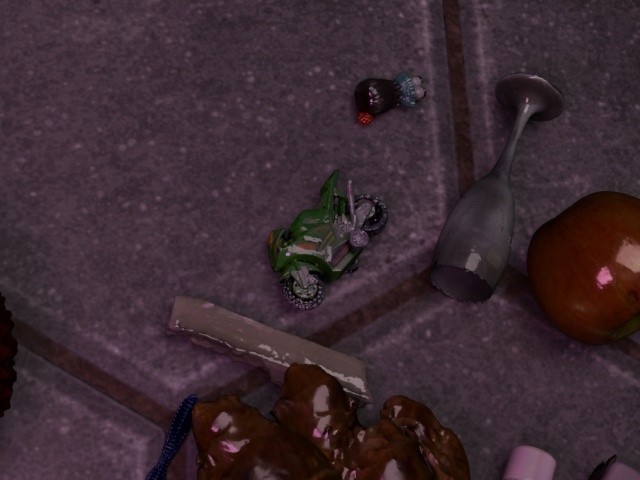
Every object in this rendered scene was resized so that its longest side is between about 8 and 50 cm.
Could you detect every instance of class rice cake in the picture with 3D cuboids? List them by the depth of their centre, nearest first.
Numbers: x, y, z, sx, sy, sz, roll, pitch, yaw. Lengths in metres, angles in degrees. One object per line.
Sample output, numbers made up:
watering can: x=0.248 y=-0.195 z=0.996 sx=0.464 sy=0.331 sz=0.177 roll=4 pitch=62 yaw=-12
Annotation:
rice cake: x=-0.058 y=0.132 z=1.450 sx=0.256 sy=0.052 sz=0.057 roll=21 pitch=29 yaw=-8

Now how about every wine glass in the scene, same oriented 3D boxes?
wine glass: x=0.270 y=-0.090 z=1.536 sx=0.096 sy=0.264 sz=0.310 roll=35 pitch=61 yaw=-19

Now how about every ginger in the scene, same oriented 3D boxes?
ginger: x=0.017 y=0.278 z=1.345 sx=0.357 sy=0.152 sz=0.274 roll=18 pitch=73 yaw=-10

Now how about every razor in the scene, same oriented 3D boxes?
razor: x=-0.173 y=0.241 z=1.382 sx=0.044 sy=0.028 sz=0.155 roll=25 pitch=64 yaw=-1

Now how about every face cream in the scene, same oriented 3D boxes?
face cream: x=0.210 y=0.362 z=1.424 sx=0.082 sy=0.082 sz=0.269 roll=25 pitch=62 yaw=-6

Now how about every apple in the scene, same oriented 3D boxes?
apple: x=0.356 y=0.031 z=1.554 sx=0.195 sy=0.196 sz=0.196 roll=7 pitch=66 yaw=-15

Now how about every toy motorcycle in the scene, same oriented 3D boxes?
toy motorcycle: x=0.000 y=0.000 z=1.524 sx=0.106 sy=0.074 sz=0.190 roll=36 pitch=61 yaw=9

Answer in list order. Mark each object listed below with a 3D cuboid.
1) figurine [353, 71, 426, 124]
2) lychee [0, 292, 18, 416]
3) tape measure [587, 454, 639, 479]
figurine: x=0.091 y=-0.190 z=1.646 sx=0.106 sy=0.047 sz=0.060 roll=-15 pitch=109 yaw=-30
lychee: x=-0.440 y=0.115 z=1.202 sx=0.306 sy=0.330 sz=0.306 roll=6 pitch=80 yaw=-41
tape measure: x=0.385 y=0.396 z=1.443 sx=0.236 sy=0.120 sz=0.197 roll=37 pitch=56 yaw=6
